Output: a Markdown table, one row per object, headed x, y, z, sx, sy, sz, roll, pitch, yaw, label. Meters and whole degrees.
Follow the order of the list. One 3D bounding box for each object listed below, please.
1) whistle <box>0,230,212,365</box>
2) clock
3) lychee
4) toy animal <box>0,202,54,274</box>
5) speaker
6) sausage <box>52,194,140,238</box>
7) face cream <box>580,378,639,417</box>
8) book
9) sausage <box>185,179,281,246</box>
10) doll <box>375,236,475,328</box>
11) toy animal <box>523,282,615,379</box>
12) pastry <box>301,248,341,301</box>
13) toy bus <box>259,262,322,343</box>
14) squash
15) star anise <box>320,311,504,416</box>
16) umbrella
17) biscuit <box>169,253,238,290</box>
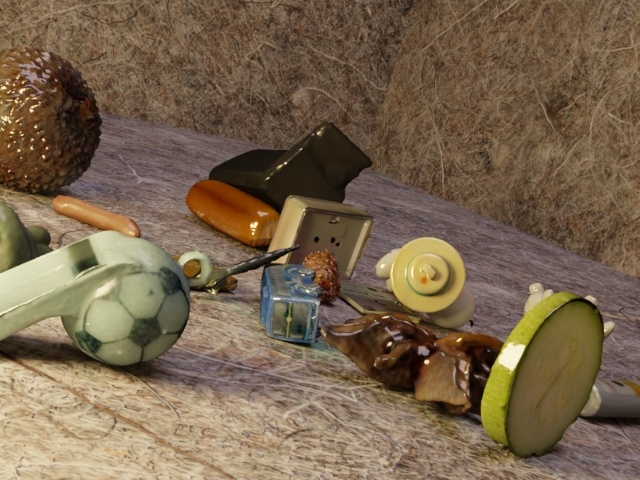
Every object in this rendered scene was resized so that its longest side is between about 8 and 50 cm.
| x | y | z | sx | sy | sz | roll | pitch | yaw | label |
| --- | --- | --- | --- | --- | --- | --- | --- | --- | --- |
| -0.257 | 0.083 | 1.133 | 0.289 | 0.163 | 0.163 | -25 | 22 | -11 | whistle |
| 0.000 | 0.000 | 1.908 | 0.192 | 0.147 | 0.071 | 6 | 19 | -44 | clock |
| -0.564 | -0.224 | 1.896 | 0.300 | 0.300 | 0.300 | 16 | 10 | -3 | lychee |
| -0.423 | 0.020 | 1.309 | 0.108 | 0.138 | 0.236 | -23 | -12 | -5 | toy animal |
| -0.072 | -0.140 | 2.125 | 0.180 | 0.184 | 0.388 | 42 | -14 | -23 | speaker |
| -0.401 | -0.041 | 1.780 | 0.186 | 0.043 | 0.043 | 20 | 11 | 18 | sausage |
| 0.474 | 0.251 | 1.572 | 0.198 | 0.057 | 0.084 | 7 | 15 | -41 | face cream |
| 0.090 | 0.110 | 1.833 | 0.127 | 0.014 | 0.181 | 12 | 11 | -29 | book |
| -0.182 | -0.058 | 2.061 | 0.105 | 0.105 | 0.274 | 7 | 14 | -44 | sausage |
| 0.173 | 0.067 | 1.851 | 0.208 | 0.144 | 0.271 | 53 | -8 | -36 | doll |
| 0.429 | 0.170 | 1.711 | 0.140 | 0.138 | 0.282 | 21 | 11 | -1 | toy animal |
| -0.002 | 0.060 | 1.787 | 0.087 | 0.063 | 0.169 | 7 | 14 | -1 | pastry |
| -0.048 | 0.096 | 1.535 | 0.094 | 0.079 | 0.236 | -1 | 12 | -5 | toy bus |
| 0.288 | 0.170 | 1.259 | 0.041 | 0.219 | 0.219 | 24 | 12 | 41 | squash |
| 0.170 | 0.169 | 1.387 | 0.349 | 0.109 | 0.292 | 24 | 17 | 31 | star anise |
| -0.131 | 0.050 | 1.560 | 0.269 | 0.044 | 0.044 | -18 | 23 | -34 | umbrella |
| -0.256 | 0.046 | 1.582 | 0.236 | 0.026 | 0.131 | 6 | 13 | -43 | biscuit |
